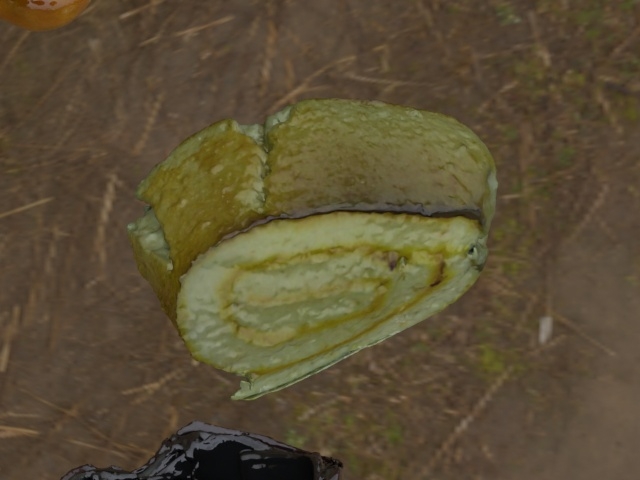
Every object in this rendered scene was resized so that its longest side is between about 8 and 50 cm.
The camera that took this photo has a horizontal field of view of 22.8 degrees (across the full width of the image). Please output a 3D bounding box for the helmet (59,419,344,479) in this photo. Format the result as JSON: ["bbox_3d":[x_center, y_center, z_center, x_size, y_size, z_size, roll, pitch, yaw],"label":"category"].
[{"bbox_3d":[-0.043,0.115,0.554,0.123,0.098,0.070,-24,113,-43],"label":"helmet"}]

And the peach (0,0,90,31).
[{"bbox_3d":[-0.298,-0.290,1.689,0.138,0.138,0.138,1,89,-25],"label":"peach"}]

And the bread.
[{"bbox_3d":[0.000,0.000,1.112,0.257,0.124,0.186,-16,141,-13],"label":"bread"}]
